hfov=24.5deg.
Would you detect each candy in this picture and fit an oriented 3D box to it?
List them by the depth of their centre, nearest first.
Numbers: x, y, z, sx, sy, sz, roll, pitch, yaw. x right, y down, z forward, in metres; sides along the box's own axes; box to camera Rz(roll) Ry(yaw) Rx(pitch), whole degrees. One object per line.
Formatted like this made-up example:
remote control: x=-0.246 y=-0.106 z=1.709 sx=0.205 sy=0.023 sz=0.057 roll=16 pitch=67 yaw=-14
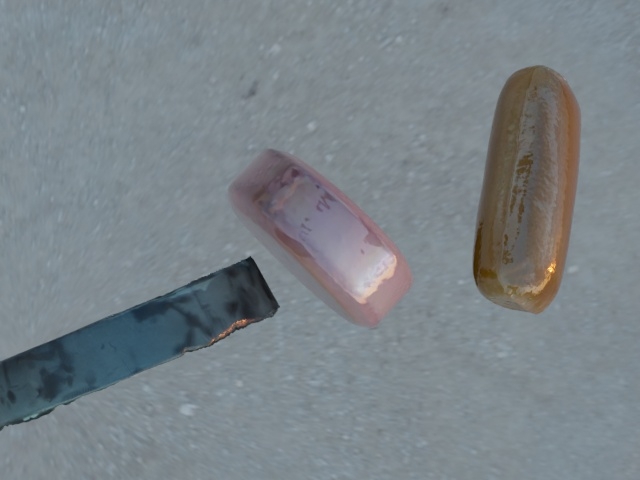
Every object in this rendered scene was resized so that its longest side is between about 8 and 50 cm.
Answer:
candy: x=0.000 y=0.000 z=1.740 sx=0.255 sy=0.255 sz=0.094 roll=43 pitch=84 yaw=-5

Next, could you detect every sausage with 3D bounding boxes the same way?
sausage: x=0.220 y=-0.056 z=1.553 sx=0.105 sy=0.105 sz=0.274 roll=15 pitch=68 yaw=-10

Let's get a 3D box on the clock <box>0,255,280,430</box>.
clock: x=-0.203 y=0.106 z=1.542 sx=0.325 sy=0.325 sz=0.067 roll=-23 pitch=91 yaw=-12
